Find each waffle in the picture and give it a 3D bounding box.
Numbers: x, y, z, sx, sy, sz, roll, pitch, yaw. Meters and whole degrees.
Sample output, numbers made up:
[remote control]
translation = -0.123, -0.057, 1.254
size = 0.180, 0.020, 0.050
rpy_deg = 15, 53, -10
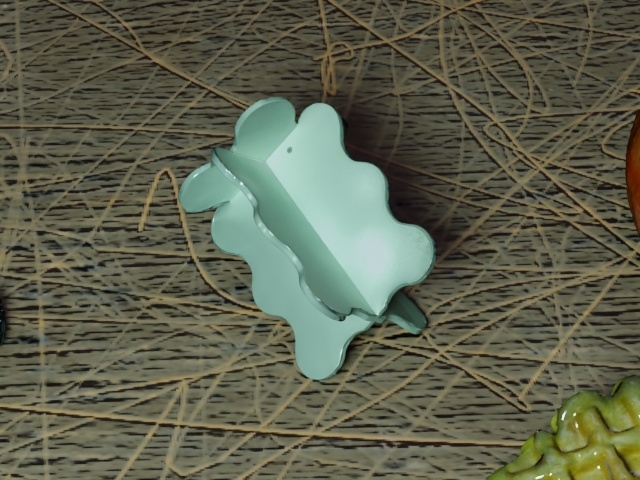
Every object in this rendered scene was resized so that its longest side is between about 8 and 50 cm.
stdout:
[waffle]
translation = 0.261, 0.236, 1.489
size = 0.301, 0.058, 0.281
rpy_deg = -38, 60, -24

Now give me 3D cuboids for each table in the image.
[table]
translation = 0.000, 0.000, 1.656
size = 0.166, 0.166, 0.198
rpy_deg = -25, 59, -19

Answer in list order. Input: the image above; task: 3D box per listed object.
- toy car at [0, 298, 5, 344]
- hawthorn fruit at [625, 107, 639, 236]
[toy car]
translation = -0.350, 0.070, 1.659
size = 0.165, 0.062, 0.071
rpy_deg = -4, 47, -2
[hawthorn fruit]
translation = 0.355, -0.041, 1.634
size = 0.205, 0.205, 0.253
rpy_deg = 0, 37, 2
